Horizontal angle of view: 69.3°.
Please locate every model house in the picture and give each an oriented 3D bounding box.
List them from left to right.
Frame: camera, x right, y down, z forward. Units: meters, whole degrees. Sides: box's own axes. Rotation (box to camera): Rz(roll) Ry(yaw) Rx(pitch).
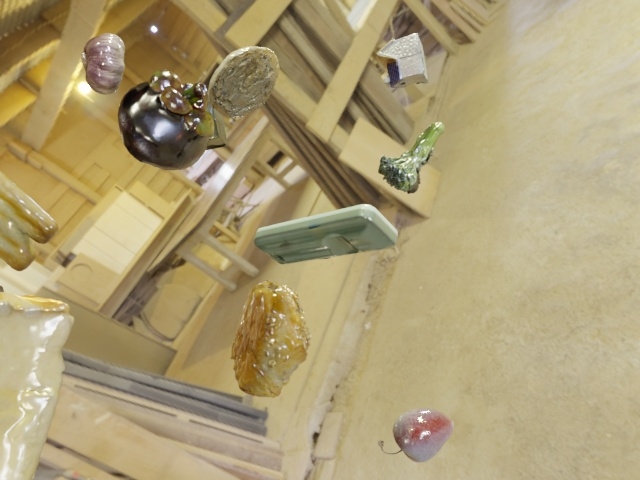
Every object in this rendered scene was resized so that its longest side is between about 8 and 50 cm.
[{"bbox_3d":[0.190,-0.402,1.069,0.100,0.101,0.087,-12,-6,20],"label":"model house"}]

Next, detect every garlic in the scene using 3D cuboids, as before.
[{"bbox_3d":[-0.587,-0.473,1.244,0.159,0.102,0.147,-46,58,41],"label":"garlic"}]

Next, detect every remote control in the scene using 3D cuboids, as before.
[{"bbox_3d":[0.000,0.000,1.017,0.335,0.128,0.066,-11,50,39],"label":"remote control"}]

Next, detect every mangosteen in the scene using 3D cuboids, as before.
[{"bbox_3d":[-0.429,-0.345,1.343,0.288,0.287,0.233,-51,-16,-1],"label":"mangosteen"}]

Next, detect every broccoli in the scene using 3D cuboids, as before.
[{"bbox_3d":[0.340,-0.311,1.663,0.304,0.145,0.165,-48,43,-13],"label":"broccoli"}]

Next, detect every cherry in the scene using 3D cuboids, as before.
[{"bbox_3d":[0.225,0.433,1.054,0.148,0.188,0.115,-8,50,19],"label":"cherry"}]

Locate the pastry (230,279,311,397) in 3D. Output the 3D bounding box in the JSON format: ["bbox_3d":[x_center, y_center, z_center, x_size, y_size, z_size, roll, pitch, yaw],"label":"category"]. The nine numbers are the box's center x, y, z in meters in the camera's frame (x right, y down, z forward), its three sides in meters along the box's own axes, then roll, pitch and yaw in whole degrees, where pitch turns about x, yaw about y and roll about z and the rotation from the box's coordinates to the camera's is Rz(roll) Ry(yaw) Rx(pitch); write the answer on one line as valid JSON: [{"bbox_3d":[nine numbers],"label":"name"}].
[{"bbox_3d":[-0.125,0.262,1.236,0.311,0.161,0.255,-65,33,24],"label":"pastry"}]

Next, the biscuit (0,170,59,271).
[{"bbox_3d":[-0.945,-0.068,1.382,0.237,0.290,0.062,-42,10,21],"label":"biscuit"}]

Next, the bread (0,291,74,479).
[{"bbox_3d":[-0.600,0.192,0.650,0.390,0.371,0.279,-3,74,42],"label":"bread"}]

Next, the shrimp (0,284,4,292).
[{"bbox_3d":[-0.863,0.154,1.136,0.116,0.343,0.145,-17,3,26],"label":"shrimp"}]

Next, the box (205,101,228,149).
[{"bbox_3d":[-0.509,-0.438,1.847,0.231,0.156,0.149,-10,-2,1],"label":"box"}]

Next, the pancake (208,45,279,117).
[{"bbox_3d":[-0.247,-0.508,1.494,0.282,0.049,0.282,-32,-18,-12],"label":"pancake"}]
